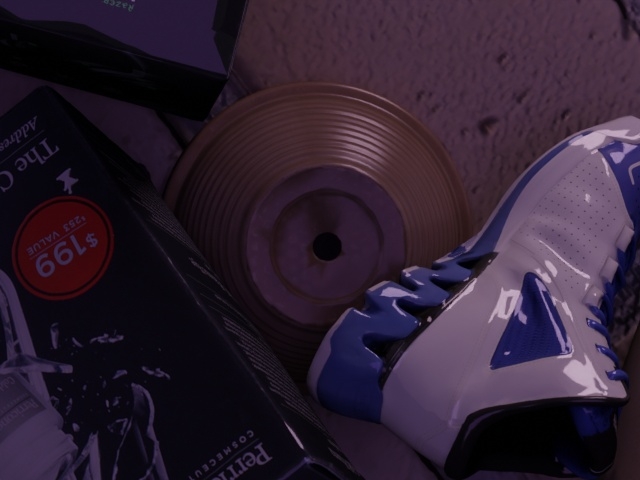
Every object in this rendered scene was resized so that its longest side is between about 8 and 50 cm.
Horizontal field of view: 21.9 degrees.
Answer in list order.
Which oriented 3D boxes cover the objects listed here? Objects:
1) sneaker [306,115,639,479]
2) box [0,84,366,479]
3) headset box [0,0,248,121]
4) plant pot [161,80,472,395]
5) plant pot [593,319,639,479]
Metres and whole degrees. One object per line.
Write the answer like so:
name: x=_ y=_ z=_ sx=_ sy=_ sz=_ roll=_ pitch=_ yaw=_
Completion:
sneaker: x=0.163 y=0.067 z=1.149 sx=0.315 sy=0.127 sz=0.182 roll=-37 pitch=62 yaw=-25
box: x=-0.198 y=0.138 z=1.074 sx=0.343 sy=0.179 sz=0.312 roll=-39 pitch=68 yaw=2
headset box: x=-0.170 y=-0.181 z=1.085 sx=0.246 sy=0.283 sz=0.131 roll=14 pitch=87 yaw=-6
plant pot: x=0.000 y=0.000 z=1.204 sx=0.237 sy=0.110 sz=0.237 roll=0 pitch=93 yaw=-6
plant pot: x=0.338 y=0.068 z=1.189 sx=0.256 sy=0.256 sz=0.274 roll=12 pitch=78 yaw=-6
